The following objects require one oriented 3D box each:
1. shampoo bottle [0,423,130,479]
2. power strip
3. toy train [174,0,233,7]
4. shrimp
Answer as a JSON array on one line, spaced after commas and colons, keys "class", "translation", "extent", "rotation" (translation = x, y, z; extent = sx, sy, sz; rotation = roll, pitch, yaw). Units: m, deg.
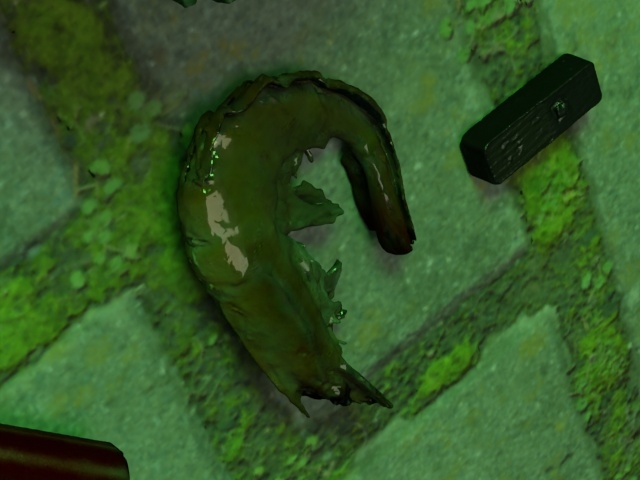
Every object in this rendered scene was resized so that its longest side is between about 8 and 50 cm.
[{"class": "shampoo bottle", "translation": [-0.231, 0.139, 0.880], "extent": [0.260, 0.064, 0.102], "rotation": [18, 99, -42]}, {"class": "power strip", "translation": [0.146, -0.084, 1.103], "extent": [0.111, 0.029, 0.038], "rotation": [-39, 129, -18]}, {"class": "toy train", "translation": [0.011, -0.257, 0.853], "extent": [0.326, 0.129, 0.159], "rotation": [-38, 123, -18]}, {"class": "shrimp", "translation": [-0.001, 0.000, 1.013], "extent": [0.173, 0.058, 0.253], "rotation": [-53, 131, -19]}]
